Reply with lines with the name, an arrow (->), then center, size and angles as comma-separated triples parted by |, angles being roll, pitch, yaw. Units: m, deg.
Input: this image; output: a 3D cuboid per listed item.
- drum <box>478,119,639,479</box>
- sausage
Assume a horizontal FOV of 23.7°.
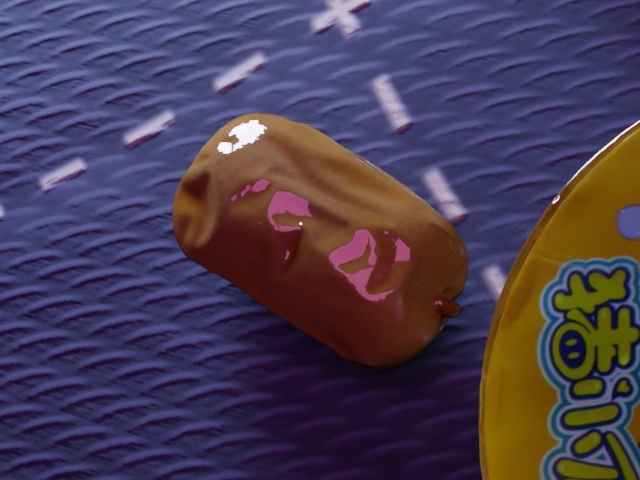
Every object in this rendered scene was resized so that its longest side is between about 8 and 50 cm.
drum -> 0.317, 0.109, 0.901 | 0.431, 0.214, 0.431 | -13, 65, 28
sausage -> 0.000, 0.000, 1.127 | 0.241, 0.120, 0.136 | 36, 98, 22
